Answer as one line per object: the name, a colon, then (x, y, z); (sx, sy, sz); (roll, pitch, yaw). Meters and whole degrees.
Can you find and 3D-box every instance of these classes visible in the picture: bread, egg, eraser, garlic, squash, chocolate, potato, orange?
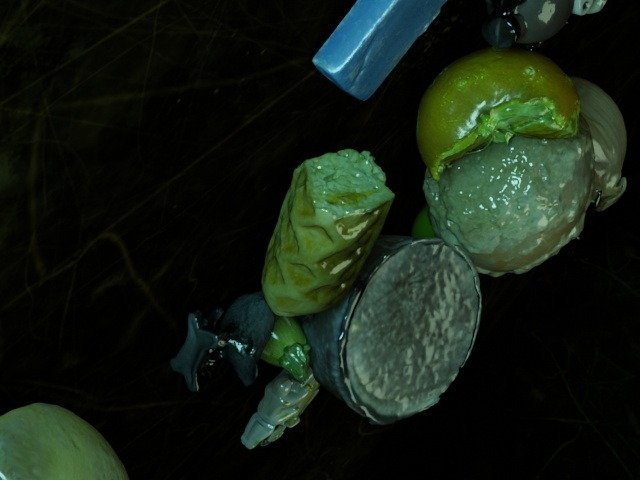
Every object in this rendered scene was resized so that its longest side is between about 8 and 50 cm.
bread: (0.000, 0.000, 1.684); (0.152, 0.130, 0.267); (-42, 164, -40)
egg: (0.296, -0.089, 2.005); (0.310, 0.279, 0.279); (-65, 162, 6)
eraser: (0.115, -0.302, 1.470); (0.312, 0.042, 0.144); (-52, 164, 5)
garlic: (0.415, -0.143, 2.317); (0.322, 0.241, 0.322); (-23, 149, -15)
squash: (-0.051, 0.153, 1.870); (0.105, 0.132, 0.105); (-42, 161, -18)
chocolate: (0.076, 0.110, 1.972); (0.303, 0.213, 0.303); (-15, 113, -38)
potato: (-0.281, 0.301, 1.484); (0.189, 0.211, 0.264); (-37, 155, -34)
orange: (0.242, -0.192, 1.801); (0.237, 0.158, 0.179); (-18, -177, 14)

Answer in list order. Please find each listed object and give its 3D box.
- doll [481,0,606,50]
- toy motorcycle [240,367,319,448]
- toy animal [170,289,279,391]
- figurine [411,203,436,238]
doll: (0.308, -0.351, 1.732); (0.257, 0.117, 0.182); (-29, 137, -41)
toy motorcycle: (-0.056, 0.273, 2.228); (0.228, 0.074, 0.151); (-50, 161, 7)
toy animal: (-0.094, 0.125, 1.737); (0.210, 0.117, 0.121); (-30, 148, -45)
figurine: (0.220, 0.003, 2.266); (0.162, 0.143, 0.263); (-27, 170, -39)
